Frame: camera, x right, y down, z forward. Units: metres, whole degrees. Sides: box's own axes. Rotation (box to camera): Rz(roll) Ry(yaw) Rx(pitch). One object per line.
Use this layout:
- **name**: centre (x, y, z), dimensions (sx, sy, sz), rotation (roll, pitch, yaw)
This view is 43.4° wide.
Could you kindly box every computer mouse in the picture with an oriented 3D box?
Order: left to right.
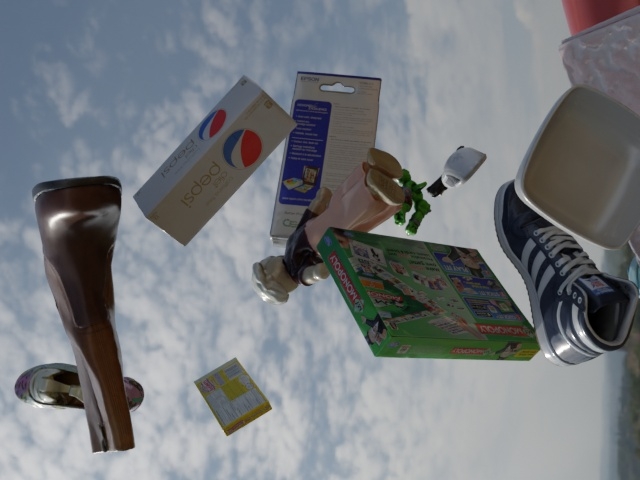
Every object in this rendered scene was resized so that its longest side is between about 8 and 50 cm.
- **computer mouse**: centre (0.222, -0.121, 1.307), dimensions (0.106, 0.042, 0.193), rotation (-48, 1, -3)

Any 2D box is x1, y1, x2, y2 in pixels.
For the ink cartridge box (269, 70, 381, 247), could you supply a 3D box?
- **ink cartridge box**: centre (0.016, -0.156, 1.574), dimensions (0.069, 0.176, 0.370), rotation (83, -166, -69)

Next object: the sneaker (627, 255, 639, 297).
- **sneaker**: centre (0.658, 0.035, 1.514), dimensions (0.127, 0.208, 0.319), rotation (-33, -56, -15)

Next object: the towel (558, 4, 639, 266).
- **towel**: centre (0.446, -0.126, 0.940), dimensions (0.053, 0.317, 0.331), rotation (-23, -86, -27)

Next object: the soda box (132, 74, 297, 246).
- **soda box**: centre (-0.135, -0.102, 1.024), dimensions (0.216, 0.069, 0.074), rotation (-47, -52, 2)

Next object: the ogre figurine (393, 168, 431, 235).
- **ogre figurine**: centre (0.221, -0.114, 2.119), dimensions (0.118, 0.197, 0.096), rotation (-24, -30, -38)

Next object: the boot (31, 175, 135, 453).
- **boot**: centre (-0.249, 0.089, 0.865), dimensions (0.096, 0.264, 0.280), rotation (-5, -107, -28)

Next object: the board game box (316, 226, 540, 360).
- **board game box**: centre (0.167, 0.083, 1.202), dimensions (0.317, 0.046, 0.213), rotation (8, -141, -36)

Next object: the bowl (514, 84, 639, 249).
- **bowl**: centre (0.275, -0.074, 0.837), dimensions (0.142, 0.142, 0.053), rotation (-61, 11, -6)

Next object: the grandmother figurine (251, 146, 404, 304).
- **grandmother figurine**: centre (0.000, 0.000, 1.359), dimensions (0.104, 0.342, 0.207), rotation (37, -146, -16)

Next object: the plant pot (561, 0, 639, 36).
- **plant pot**: centre (0.535, -0.421, 1.370), dimensions (0.275, 0.275, 0.243), rotation (55, -142, -59)

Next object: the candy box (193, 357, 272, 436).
- **candy box**: centre (-0.182, 0.315, 1.644), dimensions (0.206, 0.105, 0.027), rotation (37, 155, 60)

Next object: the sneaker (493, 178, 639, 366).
- **sneaker**: centre (0.341, 0.031, 1.118), dimensions (0.153, 0.099, 0.282), rotation (139, 116, -71)

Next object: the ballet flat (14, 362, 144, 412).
- **ballet flat**: centre (-0.396, 0.239, 1.290), dimensions (0.079, 0.222, 0.076), rotation (56, -140, -79)
